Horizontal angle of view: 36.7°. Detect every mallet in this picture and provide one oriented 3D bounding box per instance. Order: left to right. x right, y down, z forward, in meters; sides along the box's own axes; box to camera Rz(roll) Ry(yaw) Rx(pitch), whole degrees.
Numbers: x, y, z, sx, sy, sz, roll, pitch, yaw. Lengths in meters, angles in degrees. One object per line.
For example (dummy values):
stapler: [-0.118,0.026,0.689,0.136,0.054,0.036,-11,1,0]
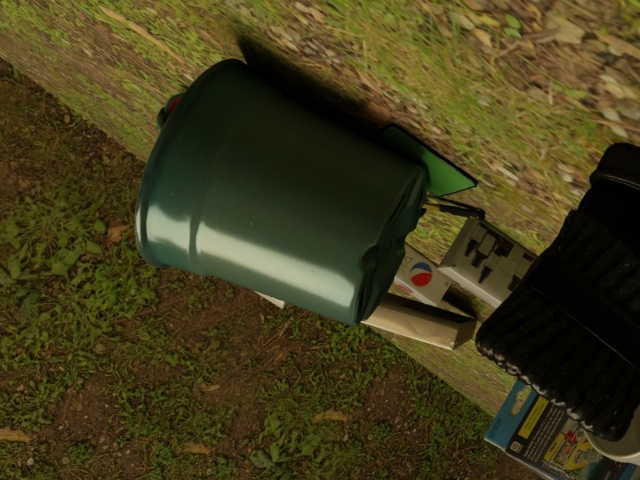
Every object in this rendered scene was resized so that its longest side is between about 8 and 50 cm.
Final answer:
mallet: [0.182,-0.056,1.527,0.062,0.039,0.189,33,169,-28]

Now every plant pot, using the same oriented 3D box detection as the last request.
plant pot: [-0.041,-0.052,1.433,0.334,0.341,0.341,24,170,16]

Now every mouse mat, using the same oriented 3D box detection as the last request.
mouse mat: [0.142,-0.114,1.419,0.152,0.007,0.189,34,171,-7]

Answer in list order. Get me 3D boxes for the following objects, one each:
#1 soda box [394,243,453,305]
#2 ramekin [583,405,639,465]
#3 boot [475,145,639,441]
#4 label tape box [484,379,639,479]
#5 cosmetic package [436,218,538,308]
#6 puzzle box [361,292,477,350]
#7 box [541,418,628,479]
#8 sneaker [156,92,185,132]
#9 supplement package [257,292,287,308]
soda box: [0.172,0.051,2.046,0.216,0.074,0.069,35,171,-16]
ramekin: [0.522,0.259,1.516,0.109,0.207,0.207,26,175,-24]
boot: [0.351,0.091,0.921,0.348,0.260,0.131,29,171,27]
label tape box: [0.556,0.408,2.067,0.115,0.249,0.347,39,170,-37]
cosmetic package: [0.312,0.069,1.530,0.239,0.099,0.060,33,172,-8]
puzzle box: [0.152,0.164,2.285,0.408,0.052,0.272,16,-175,18]
box: [0.563,0.377,1.915,0.044,0.233,0.159,41,170,-26]
sneaker: [-0.265,-0.226,1.948,0.123,0.179,0.296,-4,-145,-8]
supplement package: [-0.106,-0.054,1.781,0.262,0.198,0.199,31,129,13]
